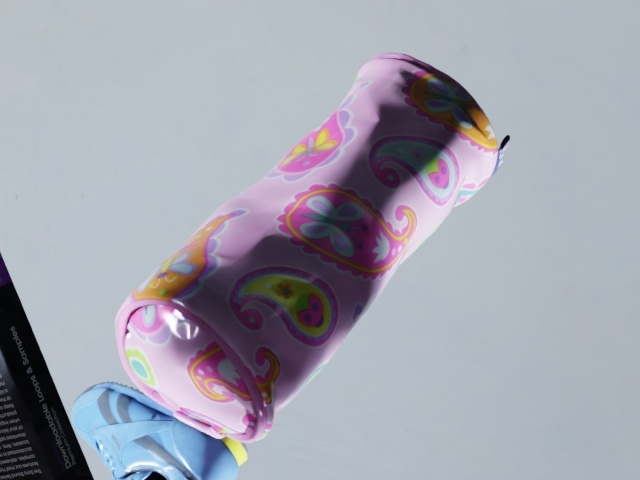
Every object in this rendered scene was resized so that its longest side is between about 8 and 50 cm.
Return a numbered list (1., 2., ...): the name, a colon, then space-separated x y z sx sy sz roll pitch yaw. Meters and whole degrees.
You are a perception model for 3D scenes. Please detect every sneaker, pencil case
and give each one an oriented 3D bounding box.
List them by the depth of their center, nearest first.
1. pencil case: 0.000 0.000 0.972 0.124 0.124 0.284 46 54 -2
2. sneaker: -0.150 0.170 1.243 0.082 0.209 0.069 -49 125 -26

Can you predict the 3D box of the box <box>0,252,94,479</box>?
1. box: -0.178 0.085 0.777 0.029 0.116 0.162 -28 101 -53
